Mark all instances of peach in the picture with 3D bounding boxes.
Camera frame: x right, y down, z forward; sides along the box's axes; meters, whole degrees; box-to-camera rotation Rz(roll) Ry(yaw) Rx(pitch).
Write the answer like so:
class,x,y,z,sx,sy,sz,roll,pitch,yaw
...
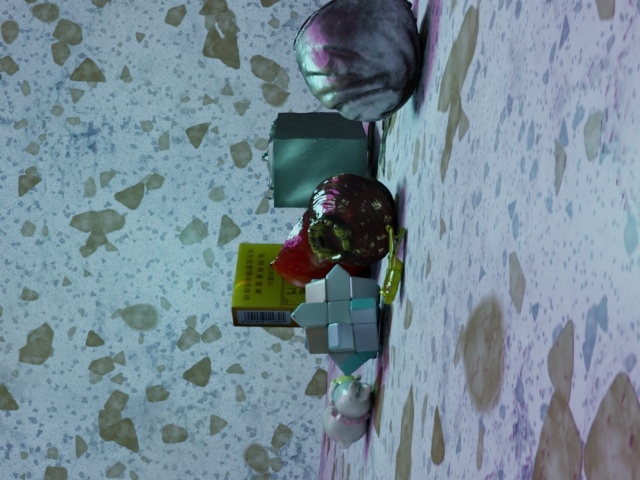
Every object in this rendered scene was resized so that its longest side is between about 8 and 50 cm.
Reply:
class,x,y,z,sx,sy,sz,roll,pitch,yaw
peach,0.000,0.000,2.149,0.281,0.338,0.281,44,-141,-51

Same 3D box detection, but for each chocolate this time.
class,x,y,z,sx,sy,sz,roll,pitch,yaw
chocolate,0.107,-0.383,1.652,0.303,0.303,0.213,100,153,-65

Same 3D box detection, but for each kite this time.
class,x,y,z,sx,sy,sz,roll,pitch,yaw
kite,0.191,-0.292,2.218,0.229,0.012,0.250,97,176,-59

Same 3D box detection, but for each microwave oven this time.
class,x,y,z,sx,sy,sz,roll,pitch,yaw
microwave oven,-0.014,-0.287,2.555,0.432,0.374,0.237,-94,3,-69

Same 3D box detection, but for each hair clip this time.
class,x,y,z,sx,sy,sz,roll,pitch,yaw
hair clip,0.159,0.056,1.635,0.072,0.046,0.173,91,-175,-78

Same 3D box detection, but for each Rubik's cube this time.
class,x,y,z,sx,sy,sz,roll,pitch,yaw
Rubik's cube,0.046,0.202,1.844,0.213,0.224,0.266,63,-149,-75

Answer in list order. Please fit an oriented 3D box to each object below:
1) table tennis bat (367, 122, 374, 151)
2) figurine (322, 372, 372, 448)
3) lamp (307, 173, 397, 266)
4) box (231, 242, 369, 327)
class,x,y,z,sx,sy,sz,roll,pitch,yaw
table tennis bat,0.184,-0.441,2.657,0.154,0.021,0.274,95,-179,-64
figurine,0.081,0.415,1.938,0.155,0.127,0.236,-71,-4,-53
lamp,0.073,-0.045,1.798,0.247,0.246,0.247,-174,90,-88
box,-0.055,0.137,2.285,0.116,0.415,0.264,90,-178,-47
